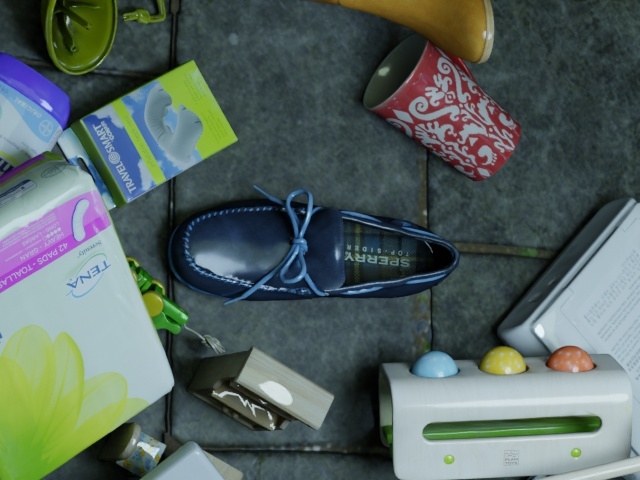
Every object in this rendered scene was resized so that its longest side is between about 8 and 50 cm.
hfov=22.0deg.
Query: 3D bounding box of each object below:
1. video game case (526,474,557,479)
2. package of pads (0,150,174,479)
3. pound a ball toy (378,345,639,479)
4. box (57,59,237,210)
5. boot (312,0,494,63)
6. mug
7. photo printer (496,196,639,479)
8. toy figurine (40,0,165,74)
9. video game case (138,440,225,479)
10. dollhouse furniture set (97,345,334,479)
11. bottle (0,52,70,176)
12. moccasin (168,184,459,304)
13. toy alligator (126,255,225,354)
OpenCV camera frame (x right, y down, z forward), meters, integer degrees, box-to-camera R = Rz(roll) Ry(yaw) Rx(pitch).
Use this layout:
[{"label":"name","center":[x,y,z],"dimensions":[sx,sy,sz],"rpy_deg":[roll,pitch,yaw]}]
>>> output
[{"label":"video game case","center":[0.279,0.385,1.984],"dimensions":[0.173,0.022,0.190],"rpy_deg":[-34,98,-44]},{"label":"package of pads","center":[-0.294,0.082,1.690],"dimensions":[0.229,0.101,0.296],"rpy_deg":[-33,122,-26]},{"label":"pound a ball toy","center":[0.236,0.194,1.852],"dimensions":[0.319,0.208,0.135],"rpy_deg":[-2,102,-5]},{"label":"box","center":[-0.194,-0.116,1.848],"dimensions":[0.178,0.042,0.109],"rpy_deg":[-32,96,-27]},{"label":"boot","center":[0.054,-0.283,1.886],"dimensions":[0.211,0.295,0.104],"rpy_deg":[-4,124,-22]},{"label":"mug","center":[0.159,-0.170,1.989],"dimensions":[0.169,0.113,0.150],"rpy_deg":[37,71,-20]},{"label":"photo printer","center":[0.398,0.138,2.056],"dimensions":[0.307,0.107,0.256],"rpy_deg":[48,68,-12]},{"label":"toy figurine","center":[-0.307,-0.387,1.791],"dimensions":[0.191,0.217,0.362],"rpy_deg":[-41,145,-39]},{"label":"video game case","center":[-0.155,0.422,1.719],"dimensions":[0.300,0.036,0.329],"rpy_deg":[-38,108,-7]},{"label":"dollhouse furniture set","center":[-0.111,0.249,1.767],"dimensions":[0.212,0.161,0.242],"rpy_deg":[32,70,-18]},{"label":"bottle","center":[-0.374,-0.057,1.725],"dimensions":[0.118,0.092,0.283],"rpy_deg":[35,69,-17]},{"label":"moccasin","center":[0.000,0.000,1.881],"dimensions":[0.342,0.117,0.137],"rpy_deg":[-2,83,-26]},{"label":"toy alligator","center":[-0.189,0.075,1.818],"dimensions":[0.051,0.056,0.190],"rpy_deg":[-43,103,9]}]
